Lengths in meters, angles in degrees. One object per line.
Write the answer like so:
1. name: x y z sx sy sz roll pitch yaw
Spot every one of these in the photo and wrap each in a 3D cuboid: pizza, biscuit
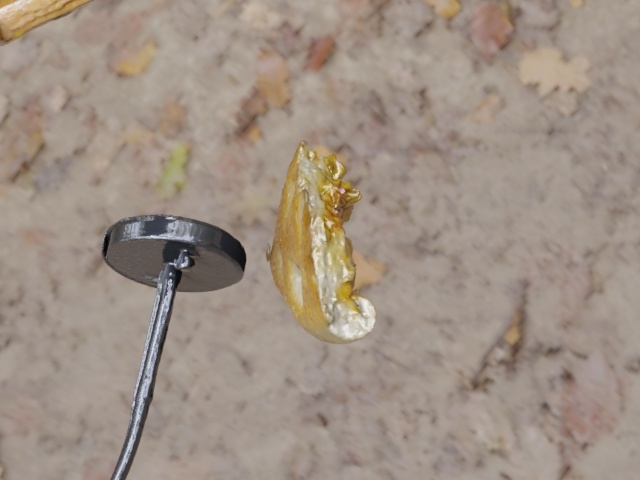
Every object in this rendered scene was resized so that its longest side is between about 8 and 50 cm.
1. pizza: 0.000 0.000 1.285 0.062 0.182 0.161 -8 91 -12
2. biscuit: -0.231 -0.142 1.102 0.250 0.036 0.165 -29 20 -10

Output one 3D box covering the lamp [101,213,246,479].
1. lamp: -0.156 0.162 1.255 0.130 0.108 0.371 13 87 -12
